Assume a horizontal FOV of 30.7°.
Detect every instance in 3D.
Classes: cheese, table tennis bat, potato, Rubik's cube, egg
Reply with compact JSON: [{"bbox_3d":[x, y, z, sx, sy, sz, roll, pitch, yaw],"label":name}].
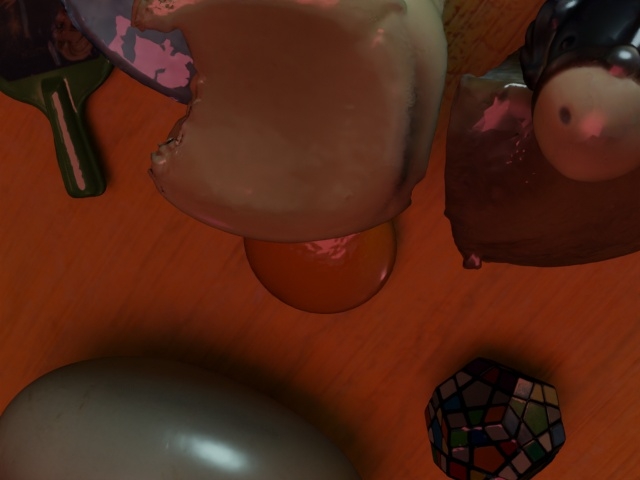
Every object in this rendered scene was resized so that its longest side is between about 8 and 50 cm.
[{"bbox_3d":[-0.027,-0.121,0.895,0.233,0.127,0.266,10,121,-4],"label":"cheese"},{"bbox_3d":[-0.249,-0.161,1.080,0.160,0.039,0.257,-7,108,19],"label":"table tennis bat"},{"bbox_3d":[0.214,-0.040,0.891,0.189,0.264,0.211,14,109,19],"label":"potato"},{"bbox_3d":[0.159,0.170,1.069,0.112,0.133,0.133,-4,113,-10],"label":"Rubik's cube"},{"bbox_3d":[-0.133,0.235,1.107,0.371,0.230,0.230,15,115,3],"label":"egg"}]

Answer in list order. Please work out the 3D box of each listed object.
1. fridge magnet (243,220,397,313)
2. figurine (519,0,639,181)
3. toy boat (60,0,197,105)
[{"bbox_3d":[0.000,0.000,1.066,0.143,0.063,0.143,5,113,11],"label":"fridge magnet"},{"bbox_3d":[0.268,-0.170,0.734,0.306,0.411,0.241,3,151,20],"label":"figurine"},{"bbox_3d":[-0.061,-0.218,0.982,0.330,0.123,0.215,11,123,-2],"label":"toy boat"}]
